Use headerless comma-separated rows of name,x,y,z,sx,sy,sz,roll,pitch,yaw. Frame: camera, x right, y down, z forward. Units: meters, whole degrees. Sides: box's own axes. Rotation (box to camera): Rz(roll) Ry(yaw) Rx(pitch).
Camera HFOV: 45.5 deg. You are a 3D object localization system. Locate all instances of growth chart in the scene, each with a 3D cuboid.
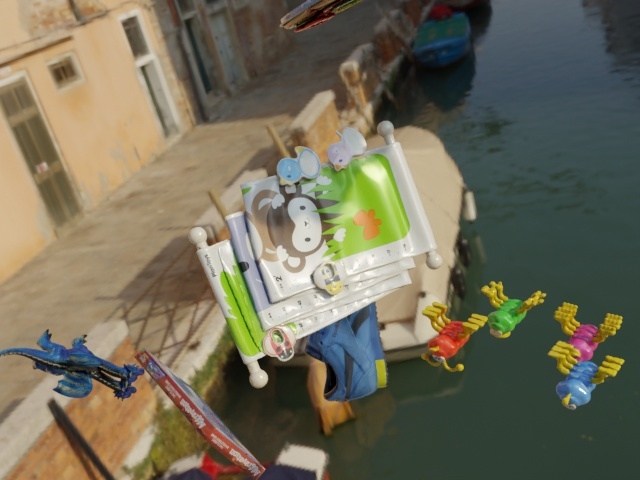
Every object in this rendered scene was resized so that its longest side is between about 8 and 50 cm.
growth chart,0.000,0.000,0.693,0.237,0.172,0.021,-29,4,-20

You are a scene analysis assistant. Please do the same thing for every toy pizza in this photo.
toy pizza,0.037,-0.332,1.033,0.201,0.032,0.201,-28,12,6

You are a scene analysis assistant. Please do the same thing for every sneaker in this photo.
sneaker,0.018,0.086,0.846,0.082,0.209,0.069,-15,19,-12

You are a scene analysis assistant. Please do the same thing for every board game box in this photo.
board game box,-0.208,0.286,1.283,0.027,0.145,0.281,-48,39,-10

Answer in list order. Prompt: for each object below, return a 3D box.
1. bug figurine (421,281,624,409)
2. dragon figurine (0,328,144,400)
bug figurine,0.291,0.145,1.073,0.279,0.072,0.216,16,30,37
dragon figurine,-0.464,0.236,1.423,0.144,0.085,0.289,26,3,37
